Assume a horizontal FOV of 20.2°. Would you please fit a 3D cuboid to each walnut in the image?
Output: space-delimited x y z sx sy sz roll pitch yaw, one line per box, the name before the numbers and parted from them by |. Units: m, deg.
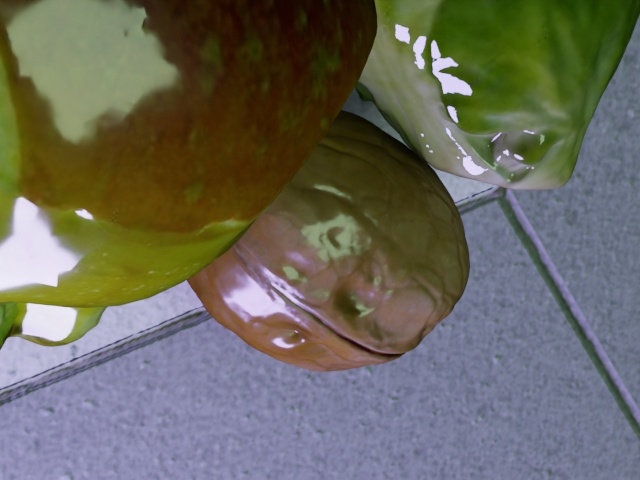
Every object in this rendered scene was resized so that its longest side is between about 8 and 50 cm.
walnut | 0.000 0.000 1.169 0.207 0.167 0.167 35 91 -30

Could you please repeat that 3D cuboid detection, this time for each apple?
apple | -0.171 -0.086 0.911 0.374 0.384 0.374 -26 139 -26

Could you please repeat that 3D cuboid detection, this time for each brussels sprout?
brussels sprout | 0.097 -0.166 1.118 0.219 0.210 0.271 -35 123 -54
